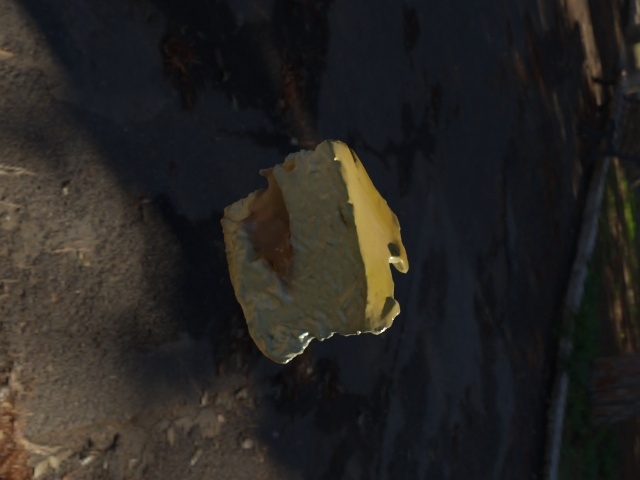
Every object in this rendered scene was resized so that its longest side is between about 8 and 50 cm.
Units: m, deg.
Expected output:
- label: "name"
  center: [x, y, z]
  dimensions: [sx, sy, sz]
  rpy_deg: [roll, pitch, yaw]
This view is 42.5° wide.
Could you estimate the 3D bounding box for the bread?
- label: "bread"
  center: [0.005, 0.010, 1.004]
  dimensions: [0.211, 0.184, 0.223]
  rpy_deg: [-11, 82, -70]
